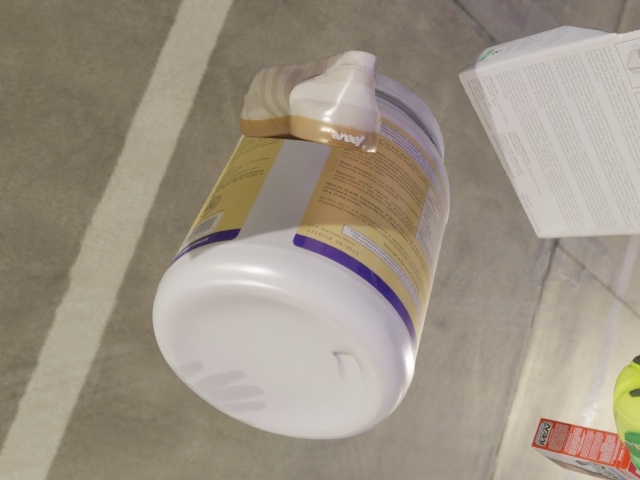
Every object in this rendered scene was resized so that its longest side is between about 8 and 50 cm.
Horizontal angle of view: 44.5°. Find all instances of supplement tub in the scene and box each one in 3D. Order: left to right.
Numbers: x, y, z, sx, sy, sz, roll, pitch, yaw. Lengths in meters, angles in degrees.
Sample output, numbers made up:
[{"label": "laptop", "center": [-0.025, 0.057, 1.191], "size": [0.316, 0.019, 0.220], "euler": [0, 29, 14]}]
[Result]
[{"label": "supplement tub", "center": [0.000, 0.000, 0.789], "size": [0.241, 0.240, 0.331], "euler": [62, 33, -34]}]

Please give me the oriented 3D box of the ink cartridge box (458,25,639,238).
[{"label": "ink cartridge box", "center": [0.241, -0.088, 0.621], "size": [0.056, 0.224, 0.181], "euler": [-47, 116, -33]}]

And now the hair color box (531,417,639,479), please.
[{"label": "hair color box", "center": [0.408, 0.315, 1.152], "size": [0.093, 0.167, 0.053], "euler": [35, 71, -28]}]

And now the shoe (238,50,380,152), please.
[{"label": "shoe", "center": [-0.007, -0.097, 0.553], "size": [0.076, 0.219, 0.058], "euler": [4, 98, -19]}]

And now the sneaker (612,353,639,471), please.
[{"label": "sneaker", "center": [0.388, 0.144, 0.622], "size": [0.109, 0.295, 0.124], "euler": [-69, 154, -51]}]
